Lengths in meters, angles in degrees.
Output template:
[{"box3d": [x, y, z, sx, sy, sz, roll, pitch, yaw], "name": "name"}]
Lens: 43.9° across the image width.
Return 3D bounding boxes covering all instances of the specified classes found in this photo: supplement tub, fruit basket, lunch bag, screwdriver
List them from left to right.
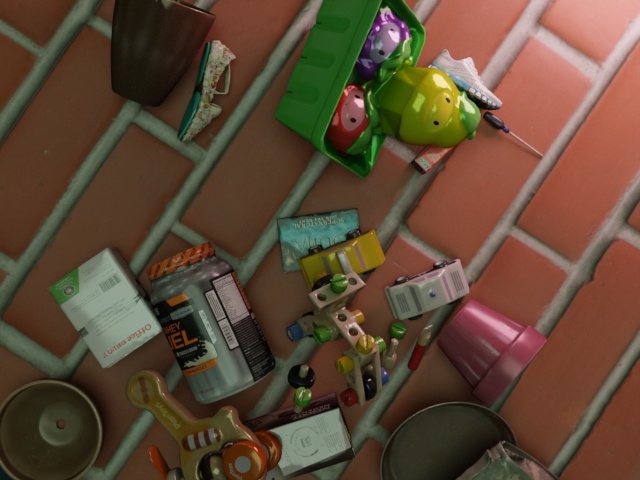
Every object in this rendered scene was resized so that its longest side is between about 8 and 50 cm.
[{"box3d": [-0.242, 0.174, 1.717, 0.194, 0.193, 0.316, -25, 90, -1], "name": "supplement tub"}, {"box3d": [0.143, -0.311, 1.678, 0.392, 0.283, 0.391, -6, 76, 26], "name": "fruit basket"}, {"box3d": [0.385, 0.569, 1.694, 0.287, 0.169, 0.235, 39, 102, -22], "name": "lunch bag"}, {"box3d": [0.443, -0.241, 1.819, 0.170, 0.025, 0.024, 35, 89, -1], "name": "screwdriver"}]

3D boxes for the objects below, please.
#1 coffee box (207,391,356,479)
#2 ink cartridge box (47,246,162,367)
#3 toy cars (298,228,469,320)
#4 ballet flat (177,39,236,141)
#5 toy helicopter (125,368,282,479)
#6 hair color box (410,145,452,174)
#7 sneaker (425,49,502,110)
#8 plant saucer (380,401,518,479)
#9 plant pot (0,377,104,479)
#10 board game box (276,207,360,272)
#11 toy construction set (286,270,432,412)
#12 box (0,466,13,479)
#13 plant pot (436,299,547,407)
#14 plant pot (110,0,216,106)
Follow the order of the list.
[{"box3d": [-0.084, 0.445, 1.735, 0.297, 0.168, 0.118, -18, 90, -1], "name": "coffee box"}, {"box3d": [-0.466, 0.148, 1.760, 0.160, 0.092, 0.219, -34, 91, -1], "name": "ink cartridge box"}, {"box3d": [0.148, 0.082, 1.762, 0.394, 0.087, 0.176, 19, 97, -8], "name": "toy cars"}, {"box3d": [-0.248, -0.326, 1.774, 0.077, 0.091, 0.240, 17, 94, -24], "name": "ballet flat"}, {"box3d": [-0.268, 0.408, 1.605, 0.355, 0.140, 0.235, 42, 97, 11], "name": "toy helicopter"}, {"box3d": [0.270, -0.212, 1.790, 0.141, 0.072, 0.043, -43, 92, 0], "name": "hair color box"}, {"box3d": [0.337, -0.366, 1.795, 0.191, 0.071, 0.083, 33, 84, -2], "name": "sneaker"}, {"box3d": [0.282, 0.483, 1.766, 0.311, 0.050, 0.310, -2, 110, -6], "name": "plant saucer"}, {"box3d": [-0.587, 0.416, 1.749, 0.238, 0.110, 0.237, 0, 90, -3], "name": "plant pot"}, {"box3d": [0.000, 0.000, 1.806, 0.186, 0.026, 0.126, -8, 90, -2], "name": "board game box"}, {"box3d": [0.087, 0.188, 1.675, 0.309, 0.257, 0.237, 0, 134, -16], "name": "toy construction set"}, {"box3d": [-0.779, 0.478, 1.749, 0.060, 0.100, 0.244, -38, 91, -2], "name": "box"}, {"box3d": [0.363, 0.235, 1.744, 0.180, 0.201, 0.201, 40, 89, 14], "name": "plant pot"}, {"box3d": [-0.364, -0.416, 1.721, 0.215, 0.215, 0.230, 21, 104, -2], "name": "plant pot"}]
